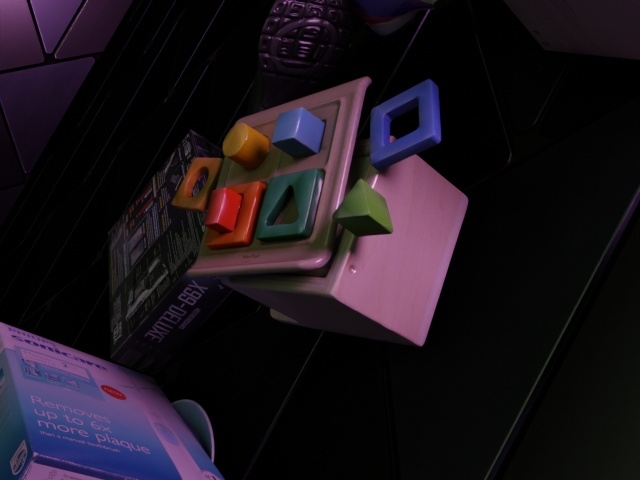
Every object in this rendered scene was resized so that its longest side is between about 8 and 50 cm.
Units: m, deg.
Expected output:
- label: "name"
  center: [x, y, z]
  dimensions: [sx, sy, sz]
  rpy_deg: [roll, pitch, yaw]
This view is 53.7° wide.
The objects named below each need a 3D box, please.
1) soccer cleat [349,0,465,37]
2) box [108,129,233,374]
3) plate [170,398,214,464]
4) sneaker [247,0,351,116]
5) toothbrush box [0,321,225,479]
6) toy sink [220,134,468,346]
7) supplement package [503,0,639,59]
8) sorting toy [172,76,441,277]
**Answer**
- label: "soccer cleat"
  center: [0.101, -0.312, 0.688]
  dimensions: [0.108, 0.116, 0.318]
  rpy_deg: [-60, 18, -6]
- label: "box"
  center: [-0.220, 0.006, 0.947]
  dimensions: [0.242, 0.077, 0.307]
  rpy_deg: [-47, 36, 17]
- label: "plate"
  center: [-0.176, 0.280, 0.735]
  dimensions: [0.188, 0.024, 0.188]
  rpy_deg: [-30, 45, 34]
- label: "sneaker"
  center: [-0.048, -0.213, 0.823]
  dimensions: [0.130, 0.109, 0.286]
  rpy_deg: [-115, 42, -60]
- label: "toothbrush box"
  center: [-0.248, 0.223, 0.657]
  dimensions: [0.295, 0.216, 0.126]
  rpy_deg: [24, 83, 56]
- label: "toy sink"
  center: [0.000, 0.000, 0.631]
  dimensions: [0.234, 0.131, 0.152]
  rpy_deg: [2, 66, 52]
- label: "supplement package"
  center: [0.235, -0.250, 0.471]
  dimensions: [0.149, 0.194, 0.203]
  rpy_deg: [-58, 35, 2]
- label: "sorting toy"
  center: [-0.051, -0.060, 0.583]
  dimensions: [0.348, 0.047, 0.195]
  rpy_deg: [-7, 60, 44]
